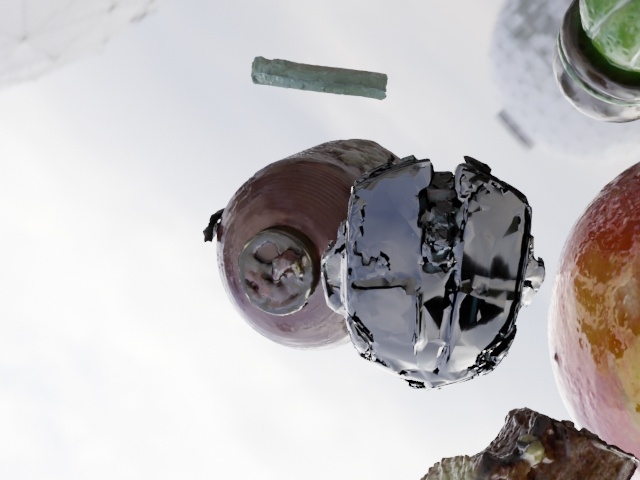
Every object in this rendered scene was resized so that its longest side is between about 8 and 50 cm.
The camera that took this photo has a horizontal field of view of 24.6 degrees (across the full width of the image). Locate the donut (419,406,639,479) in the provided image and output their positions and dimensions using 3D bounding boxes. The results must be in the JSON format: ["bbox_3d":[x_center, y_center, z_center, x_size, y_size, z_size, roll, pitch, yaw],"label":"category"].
[{"bbox_3d":[0.165,0.228,1.286,0.144,0.186,0.126,35,175,-24],"label":"donut"}]

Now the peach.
[{"bbox_3d":[0.416,0.087,1.565,0.388,0.388,0.388,44,-168,-12],"label":"peach"}]

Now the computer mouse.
[{"bbox_3d":[0.073,0.033,0.938,0.241,0.146,0.077,87,-179,-52],"label":"computer mouse"}]

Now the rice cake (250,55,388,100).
[{"bbox_3d":[-0.001,-0.141,1.282,0.121,0.021,0.022,7,-125,-5],"label":"rice cake"}]

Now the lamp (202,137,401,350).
[{"bbox_3d":[0.000,0.000,1.300,0.180,0.180,0.258,49,-154,7],"label":"lamp"}]

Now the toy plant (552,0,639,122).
[{"bbox_3d":[0.209,-0.142,0.975,0.093,0.093,0.162,50,165,11],"label":"toy plant"}]
